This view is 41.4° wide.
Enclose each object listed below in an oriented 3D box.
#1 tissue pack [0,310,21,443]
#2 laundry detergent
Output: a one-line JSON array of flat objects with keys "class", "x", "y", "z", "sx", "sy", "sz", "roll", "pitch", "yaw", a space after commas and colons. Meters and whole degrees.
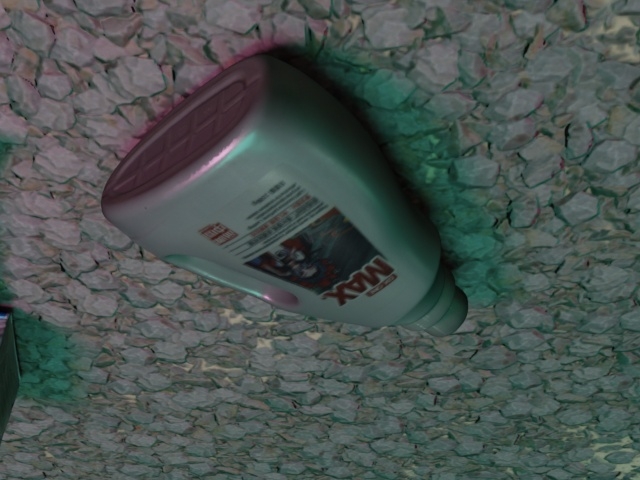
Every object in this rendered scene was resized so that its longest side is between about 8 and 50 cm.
[{"class": "tissue pack", "x": -0.548, "y": 0.178, "z": 1.109, "sx": 0.263, "sy": 0.146, "sz": 0.198, "roll": 9, "pitch": 139, "yaw": -7}, {"class": "laundry detergent", "x": 0.000, "y": 0.000, "z": 0.886, "sx": 0.264, "sy": 0.125, "sz": 0.398, "roll": -30, "pitch": 133, "yaw": 32}]
